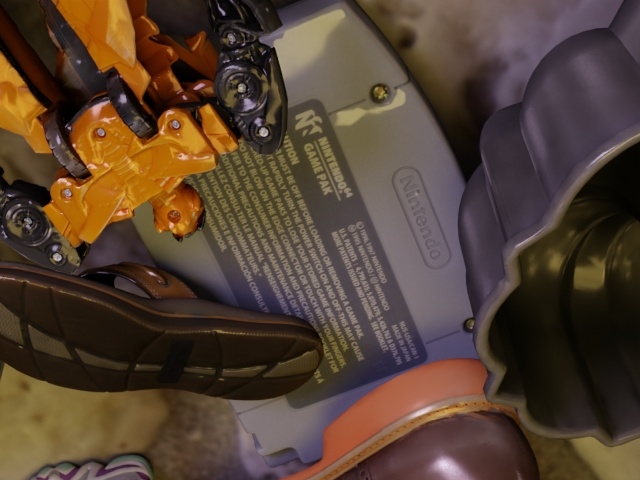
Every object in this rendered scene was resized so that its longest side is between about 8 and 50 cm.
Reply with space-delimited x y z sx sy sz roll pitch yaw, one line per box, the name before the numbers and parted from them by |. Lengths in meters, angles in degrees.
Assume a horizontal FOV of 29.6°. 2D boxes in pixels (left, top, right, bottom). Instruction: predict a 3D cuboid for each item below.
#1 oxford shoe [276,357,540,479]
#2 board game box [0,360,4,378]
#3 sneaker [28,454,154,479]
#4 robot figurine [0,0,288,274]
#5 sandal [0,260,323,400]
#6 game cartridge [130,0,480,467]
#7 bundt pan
oxford shoe | 0.006 0.227 0.807 0.130 0.132 0.363 12 135 -34
board game box | -0.295 -0.020 0.671 0.142 0.144 0.275 -17 118 4
sneaker | -0.165 0.185 0.837 0.098 0.069 0.038 -16 118 3
robot figurine | -0.144 -0.125 0.617 0.211 0.085 0.291 -29 108 18
sandal | -0.102 0.045 0.719 0.219 0.060 0.090 8 136 -21
game cartridge | 0.000 0.000 0.764 0.198 0.062 0.297 -23 118 2
bundt pan | 0.222 -0.028 0.688 0.331 0.124 0.331 -12 141 -10
